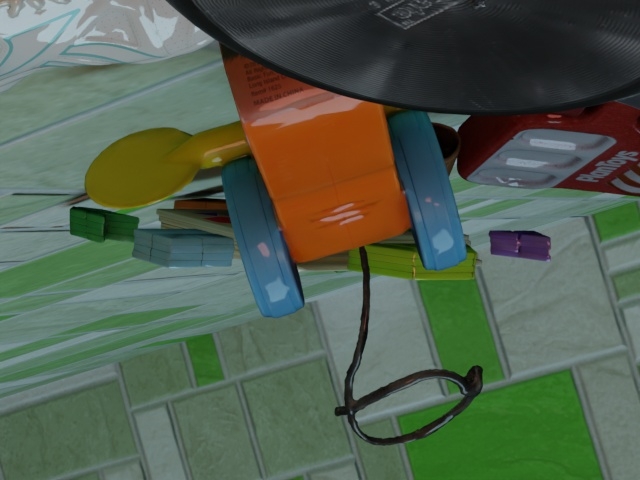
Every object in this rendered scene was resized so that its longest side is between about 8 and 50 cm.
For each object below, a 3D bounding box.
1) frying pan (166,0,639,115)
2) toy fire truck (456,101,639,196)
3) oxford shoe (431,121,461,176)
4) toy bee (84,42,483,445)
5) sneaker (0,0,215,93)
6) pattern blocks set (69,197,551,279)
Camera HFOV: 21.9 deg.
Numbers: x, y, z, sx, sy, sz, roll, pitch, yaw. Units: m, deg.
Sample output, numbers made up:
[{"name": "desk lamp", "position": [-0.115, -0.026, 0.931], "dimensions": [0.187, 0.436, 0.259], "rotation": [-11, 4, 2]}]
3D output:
[{"name": "frying pan", "position": [0.062, -0.058, 0.456], "dimensions": [0.197, 0.053, 0.326], "rotation": [-4, 154, 30]}, {"name": "toy fire truck", "position": [0.232, -0.071, 1.016], "dimensions": [0.254, 0.169, 0.302], "rotation": [4, 171, -8]}, {"name": "oxford shoe", "position": [0.021, -0.054, 1.039], "dimensions": [0.076, 0.076, 0.212], "rotation": [-49, 161, 25]}, {"name": "toy bee", "position": [-0.010, -0.040, 0.743], "dimensions": [0.195, 0.162, 0.298], "rotation": [-6, 147, -17]}, {"name": "sneaker", "position": [-0.082, -0.076, 0.501], "dimensions": [0.152, 0.054, 0.061], "rotation": [-17, 172, 19]}, {"name": "pattern blocks set", "position": [0.000, 0.000, 1.102], "dimensions": [0.324, 0.026, 0.285], "rotation": [2, -173, -26]}]
